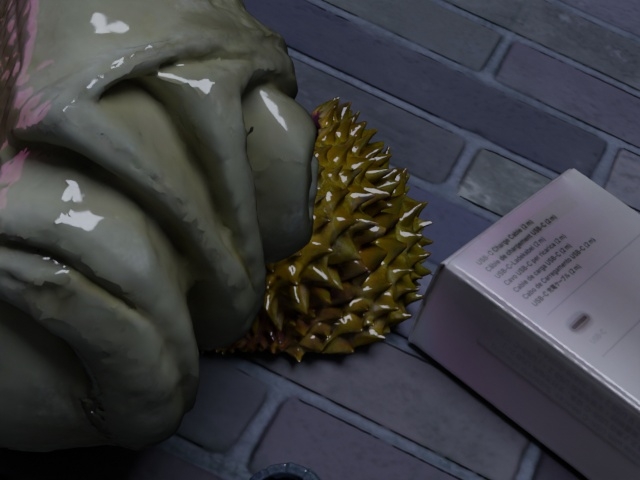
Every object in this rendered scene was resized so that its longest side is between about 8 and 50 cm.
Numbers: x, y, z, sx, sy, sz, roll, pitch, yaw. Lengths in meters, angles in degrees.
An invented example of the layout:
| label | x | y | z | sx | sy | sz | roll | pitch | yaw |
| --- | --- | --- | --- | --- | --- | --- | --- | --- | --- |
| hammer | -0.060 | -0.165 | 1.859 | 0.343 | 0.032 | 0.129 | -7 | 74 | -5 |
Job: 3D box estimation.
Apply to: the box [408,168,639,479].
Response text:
| label | x | y | z | sx | sy | sz | roll | pitch | yaw |
| --- | --- | --- | --- | --- | --- | --- | --- | --- | --- |
| box | 0.232 | 0.077 | 1.235 | 0.251 | 0.106 | 0.203 | 38 | 44 | 18 |

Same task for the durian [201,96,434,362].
| label | x | y | z | sx | sy | sz | roll | pitch | yaw |
| --- | --- | --- | --- | --- | --- | --- | --- | --- | --- |
| durian | 0.014 | -0.003 | 1.236 | 0.186 | 0.153 | 0.261 | 34 | 44 | -23 |

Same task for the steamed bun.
| label | x | y | z | sx | sy | sz | roll | pitch | yaw |
| --- | --- | --- | --- | --- | --- | --- | --- | --- | --- |
| steamed bun | -0.126 | -0.033 | 1.039 | 0.247 | 0.339 | 0.352 | 13 | 42 | -23 |

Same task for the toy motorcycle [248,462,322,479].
| label | x | y | z | sx | sy | sz | roll | pitch | yaw |
| --- | --- | --- | --- | --- | --- | --- | --- | --- | --- |
| toy motorcycle | -0.039 | 0.233 | 0.929 | 0.114 | 0.076 | 0.205 | 24 | 71 | 27 |
